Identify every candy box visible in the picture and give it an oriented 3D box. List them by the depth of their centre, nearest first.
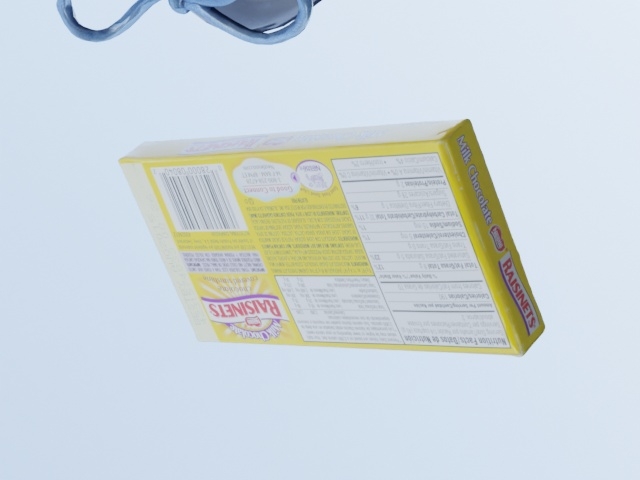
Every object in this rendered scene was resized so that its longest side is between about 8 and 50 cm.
[{"bbox_3d":[0.000,0.000,0.853,0.027,0.206,0.105,-42,-61,-38],"label":"candy box"}]

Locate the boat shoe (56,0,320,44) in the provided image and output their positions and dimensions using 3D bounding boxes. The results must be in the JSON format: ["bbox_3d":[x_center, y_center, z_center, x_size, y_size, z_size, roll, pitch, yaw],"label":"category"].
[{"bbox_3d":[-0.016,-0.103,0.582,0.258,0.109,0.089,-14,-65,-43],"label":"boat shoe"}]
